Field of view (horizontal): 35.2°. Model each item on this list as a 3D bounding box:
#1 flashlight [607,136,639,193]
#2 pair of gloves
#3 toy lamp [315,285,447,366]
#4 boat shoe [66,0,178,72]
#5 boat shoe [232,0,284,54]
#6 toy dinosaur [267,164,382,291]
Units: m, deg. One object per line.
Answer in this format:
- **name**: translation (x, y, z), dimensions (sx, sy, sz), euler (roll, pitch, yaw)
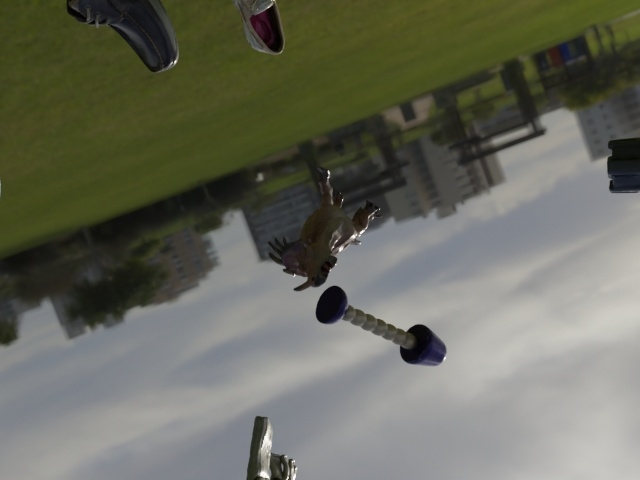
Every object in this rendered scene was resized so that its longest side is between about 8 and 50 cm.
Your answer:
- **flashlight**: translation (0.546, -0.107, 1.358), dimensions (0.304, 0.103, 0.103), euler (-1, -130, 18)
- **pair of gloves**: translation (-0.068, 0.362, 1.347), dimensions (0.042, 0.204, 0.240), euler (3, 149, 8)
- **toy lamp**: translation (0.117, 0.159, 1.797), dimensions (0.275, 0.080, 0.080), euler (29, 151, -33)
- **boat shoe**: translation (-0.396, -0.439, 1.803), dimensions (0.130, 0.355, 0.132), euler (-42, -166, -25)
- **boat shoe**: translation (-0.088, -0.335, 1.414), dimensions (0.063, 0.170, 0.059), euler (-38, -136, -14)
- **toy dinosaur**: translation (0.000, 0.000, 1.752), dimensions (0.200, 0.127, 0.295), euler (-57, 172, -4)
